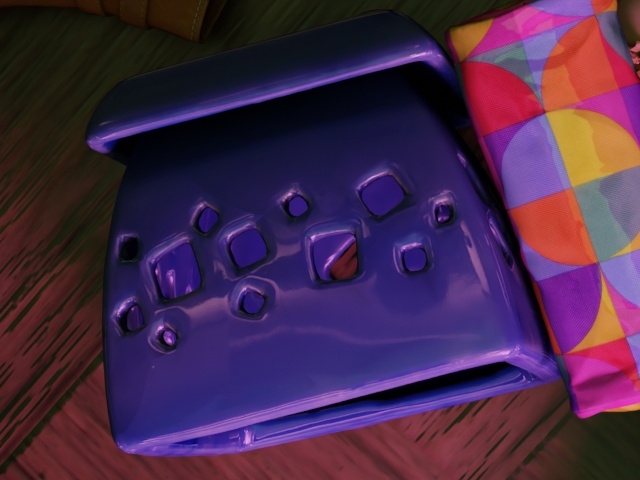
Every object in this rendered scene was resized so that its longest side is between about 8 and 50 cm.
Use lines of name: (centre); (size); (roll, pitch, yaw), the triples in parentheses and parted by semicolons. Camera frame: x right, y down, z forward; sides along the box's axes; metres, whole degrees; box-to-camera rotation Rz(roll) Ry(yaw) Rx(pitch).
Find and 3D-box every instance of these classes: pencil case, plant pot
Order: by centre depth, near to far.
pencil case: (0.146, -0.026, 0.991); (0.104, 0.104, 0.236); (-17, 89, 12)
plant pot: (0.000, 0.000, 1.082); (0.236, 0.236, 0.212); (-14, 81, 12)

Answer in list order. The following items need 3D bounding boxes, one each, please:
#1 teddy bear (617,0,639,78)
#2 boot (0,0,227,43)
teddy bear: (0.242, -0.003, 1.044); (0.113, 0.245, 0.338); (-17, 90, -32)
boot: (-0.168, -0.175, 1.184); (0.220, 0.109, 0.283); (29, 89, 6)
